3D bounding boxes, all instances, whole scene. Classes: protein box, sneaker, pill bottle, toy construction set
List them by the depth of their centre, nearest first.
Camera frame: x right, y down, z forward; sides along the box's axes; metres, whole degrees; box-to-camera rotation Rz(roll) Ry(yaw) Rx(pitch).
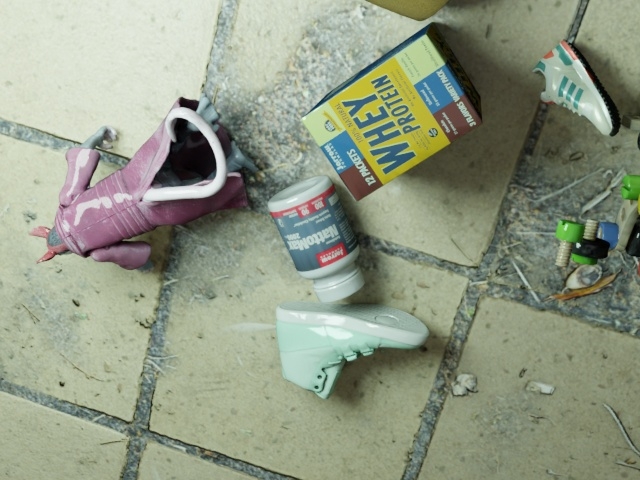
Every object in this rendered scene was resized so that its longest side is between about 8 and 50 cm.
[{"bbox_3d":[0.504,-0.062,1.067,0.308,0.257,0.237,15,104,26],"label":"toy construction set"},{"bbox_3d":[0.105,-0.184,1.126,0.199,0.201,0.136,-32,101,19],"label":"protein box"},{"bbox_3d":[0.353,-0.199,1.128,0.075,0.057,0.161,-36,64,29],"label":"sneaker"},{"bbox_3d":[0.000,0.000,1.262,0.107,0.108,0.180,-20,105,16],"label":"pill bottle"},{"bbox_3d":[0.052,0.185,1.323,0.255,0.094,0.151,5,104,19],"label":"sneaker"}]

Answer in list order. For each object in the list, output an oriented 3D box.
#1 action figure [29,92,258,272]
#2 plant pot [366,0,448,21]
[{"bbox_3d":[-0.277,-0.047,1.223,0.370,0.276,0.248,-29,108,4],"label":"action figure"},{"bbox_3d":[0.075,-0.412,1.055,0.254,0.237,0.237,37,112,-18],"label":"plant pot"}]
